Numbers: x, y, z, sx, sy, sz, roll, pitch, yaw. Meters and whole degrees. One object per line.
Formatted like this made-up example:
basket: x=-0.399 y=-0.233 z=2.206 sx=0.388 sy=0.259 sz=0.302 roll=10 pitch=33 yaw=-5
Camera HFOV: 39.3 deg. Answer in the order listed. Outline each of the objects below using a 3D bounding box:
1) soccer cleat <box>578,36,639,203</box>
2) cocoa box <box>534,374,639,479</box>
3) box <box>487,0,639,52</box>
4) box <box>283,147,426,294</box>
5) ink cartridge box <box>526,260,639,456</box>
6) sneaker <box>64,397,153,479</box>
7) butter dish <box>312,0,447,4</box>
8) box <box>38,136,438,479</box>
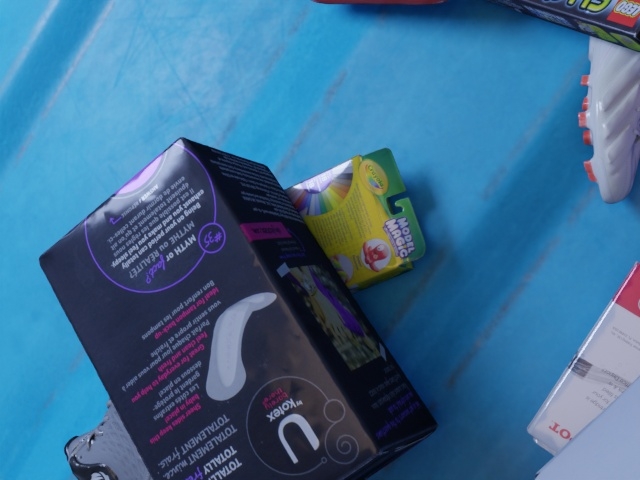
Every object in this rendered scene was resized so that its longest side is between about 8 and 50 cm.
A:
soccer cleat: x=0.235 y=-0.125 z=0.671 sx=0.076 sy=0.068 sz=0.196 roll=1 pitch=82 yaw=20
cocoa box: x=0.295 y=0.197 z=0.431 sx=0.228 sy=0.347 sz=0.231 roll=39 pitch=103 yaw=-11
box: x=0.194 y=-0.217 z=0.663 sx=0.114 sy=0.036 sz=0.207 roll=-59 pitch=40 yaw=9
box: x=0.000 y=0.000 z=0.772 sx=0.179 sy=0.043 sz=0.105 roll=-23 pitch=76 yaw=22
ink cartridge box: x=0.238 y=0.107 z=0.647 sx=0.109 sy=0.063 sz=0.150 roll=34 pitch=99 yaw=22
sneaker: x=-0.188 y=0.148 z=0.817 sx=0.132 sy=0.086 sz=0.228 roll=-20 pitch=78 yaw=23
butter dish: x=0.058 y=-0.286 z=0.739 sx=0.160 sy=0.118 sz=0.160 roll=11 pitch=125 yaw=36
box: x=-0.063 y=0.080 z=0.691 sx=0.165 sy=0.143 sz=0.270 roll=-38 pitch=72 yaw=16
